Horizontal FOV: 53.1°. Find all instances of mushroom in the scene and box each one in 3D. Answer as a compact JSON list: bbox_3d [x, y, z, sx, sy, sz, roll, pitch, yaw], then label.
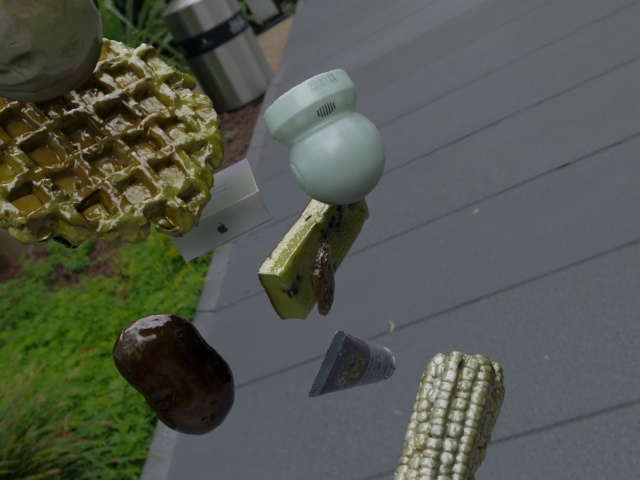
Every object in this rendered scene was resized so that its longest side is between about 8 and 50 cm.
[{"bbox_3d":[-0.238,0.200,1.087,0.148,0.227,0.217,-29,15,-3],"label":"mushroom"}]

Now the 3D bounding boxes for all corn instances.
[{"bbox_3d":[0.112,0.204,0.608,0.087,0.087,0.211,-1,52,46],"label":"corn"}]

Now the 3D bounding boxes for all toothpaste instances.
[{"bbox_3d":[0.062,0.213,1.110,0.073,0.299,0.114,26,91,24],"label":"toothpaste"}]

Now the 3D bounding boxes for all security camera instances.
[{"bbox_3d":[0.023,-0.183,1.230,0.195,0.236,0.194,-31,0,0],"label":"security camera"}]

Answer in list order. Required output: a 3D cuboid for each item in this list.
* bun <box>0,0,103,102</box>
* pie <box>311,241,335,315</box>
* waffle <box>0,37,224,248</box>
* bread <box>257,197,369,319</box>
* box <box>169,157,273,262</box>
[{"bbox_3d":[-0.315,-0.209,0.617,0.193,0.178,0.127,22,86,31],"label":"bun"},{"bbox_3d":[0.007,0.080,1.141,0.034,0.170,0.092,6,46,13],"label":"pie"},{"bbox_3d":[-0.272,-0.122,0.728,0.068,0.325,0.302,116,157,-57],"label":"waffle"},{"bbox_3d":[-0.001,0.000,1.391,0.077,0.138,0.361,2,42,35],"label":"bread"},{"bbox_3d":[-0.140,-0.044,0.880,0.129,0.051,0.130,-27,28,0],"label":"box"}]
